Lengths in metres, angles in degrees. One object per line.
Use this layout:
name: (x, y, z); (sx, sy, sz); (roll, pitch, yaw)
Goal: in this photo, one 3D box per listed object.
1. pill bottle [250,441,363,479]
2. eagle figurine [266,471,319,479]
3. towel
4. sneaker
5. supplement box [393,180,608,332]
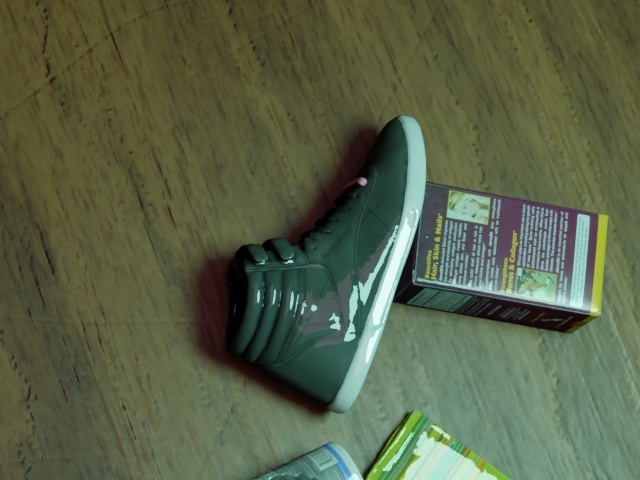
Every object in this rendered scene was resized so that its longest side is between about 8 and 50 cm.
pill bottle: (-0.031, 0.243, 1.759); (0.137, 0.078, 0.078); (-24, 81, -18)
eagle figurine: (-0.004, 0.336, 1.659); (0.298, 0.225, 0.226); (28, 74, -7)
towel: (0.155, 0.264, 1.827); (0.237, 0.021, 0.102); (35, 70, -1)
sneaker: (0.000, 0.000, 1.822); (0.147, 0.104, 0.295); (20, 75, -12)
supplement box: (0.172, 0.018, 1.871); (0.188, 0.081, 0.104); (10, 72, -10)
